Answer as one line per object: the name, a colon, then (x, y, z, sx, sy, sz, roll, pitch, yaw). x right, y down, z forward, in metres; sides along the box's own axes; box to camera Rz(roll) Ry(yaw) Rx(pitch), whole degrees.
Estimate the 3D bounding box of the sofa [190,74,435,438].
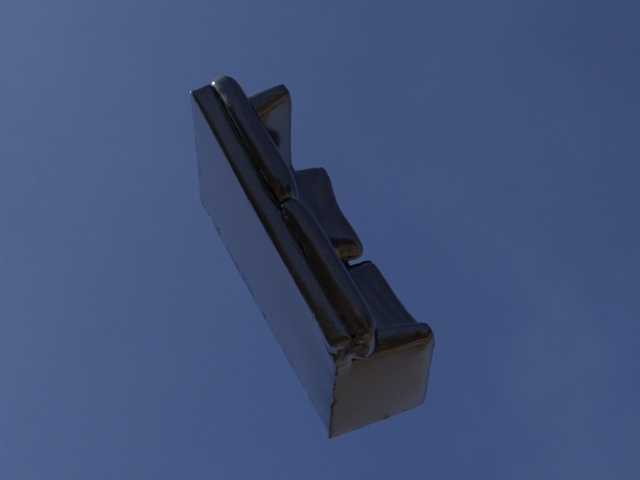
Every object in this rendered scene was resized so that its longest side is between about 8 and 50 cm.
sofa: (0.000, 0.000, 0.652, 0.060, 0.147, 0.085, -21, -33, -14)
